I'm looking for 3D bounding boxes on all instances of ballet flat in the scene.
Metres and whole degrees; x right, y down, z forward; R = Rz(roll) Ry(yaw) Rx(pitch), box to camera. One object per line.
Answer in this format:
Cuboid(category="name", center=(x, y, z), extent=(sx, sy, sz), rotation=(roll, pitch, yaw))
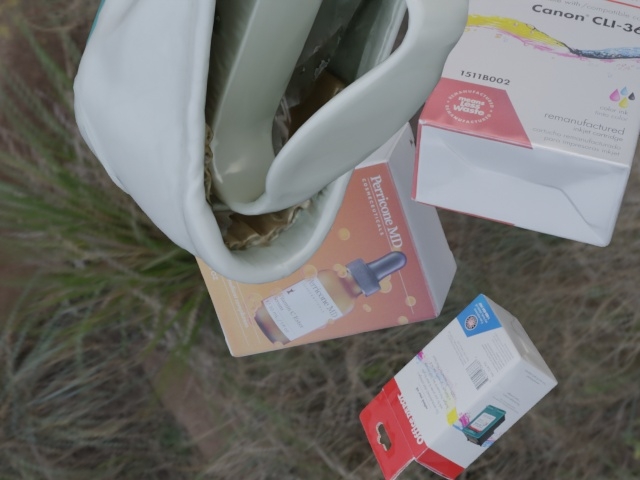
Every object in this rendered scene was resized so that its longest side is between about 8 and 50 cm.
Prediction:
Cuboid(category="ballet flat", center=(0.018, -0.131, 0.372), extent=(0.139, 0.139, 0.400), rotation=(39, 137, 13))

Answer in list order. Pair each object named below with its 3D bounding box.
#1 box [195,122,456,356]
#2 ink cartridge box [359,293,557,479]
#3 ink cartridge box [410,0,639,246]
Cuboid(category="box", center=(0.000, 0.000, 0.947), extent=(0.170, 0.091, 0.130), rotation=(-13, 109, 21))
Cuboid(category="ink cartridge box", center=(0.165, 0.197, 1.547), extent=(0.078, 0.134, 0.231), rotation=(33, 109, -33))
Cuboid(category="ink cartridge box", center=(0.135, -0.098, 0.729), extent=(0.115, 0.198, 0.067), rotation=(14, 138, 11))
